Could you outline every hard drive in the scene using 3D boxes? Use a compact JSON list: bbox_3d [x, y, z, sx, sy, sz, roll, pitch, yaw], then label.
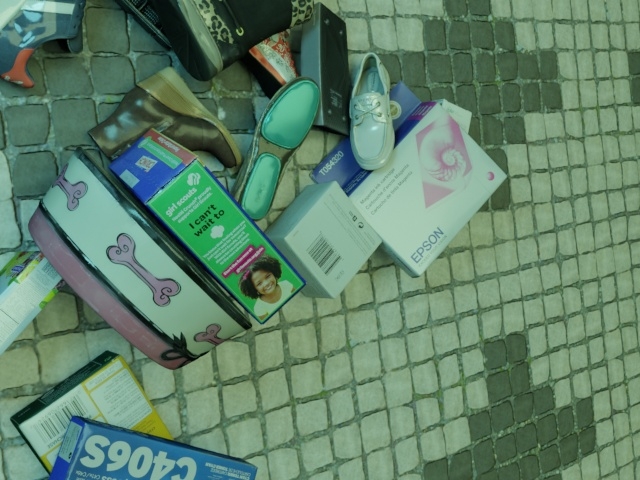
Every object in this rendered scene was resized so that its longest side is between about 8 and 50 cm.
[{"bbox_3d":[0.012,-0.358,1.590,0.172,0.054,0.255,2,87,-68],"label":"hard drive"}]

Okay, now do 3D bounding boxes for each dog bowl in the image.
[{"bbox_3d":[-0.304,0.044,1.230,0.150,0.408,0.408,-44,113,-8],"label":"dog bowl"}]

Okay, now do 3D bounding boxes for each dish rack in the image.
[{"bbox_3d":[-0.282,-0.520,1.427,0.208,0.074,0.271,43,67,-26],"label":"dish rack"}]

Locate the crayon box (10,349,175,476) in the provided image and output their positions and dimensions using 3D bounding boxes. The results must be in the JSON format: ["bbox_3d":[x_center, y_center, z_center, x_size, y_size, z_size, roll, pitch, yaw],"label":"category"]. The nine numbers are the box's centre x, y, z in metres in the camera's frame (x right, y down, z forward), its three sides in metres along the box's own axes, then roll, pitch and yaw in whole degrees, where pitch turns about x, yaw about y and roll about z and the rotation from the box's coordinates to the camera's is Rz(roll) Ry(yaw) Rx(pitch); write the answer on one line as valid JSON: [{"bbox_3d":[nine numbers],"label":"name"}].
[{"bbox_3d":[-0.376,0.390,1.346,0.203,0.083,0.323,-36,108,-29],"label":"crayon box"}]

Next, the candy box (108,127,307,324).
[{"bbox_3d":[-0.203,-0.031,1.323,0.122,0.268,0.317,-45,123,-6],"label":"candy box"}]

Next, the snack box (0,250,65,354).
[{"bbox_3d":[-0.515,0.112,1.200,0.070,0.174,0.207,46,65,-23],"label":"snack box"}]

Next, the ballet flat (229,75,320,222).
[{"bbox_3d":[-0.105,-0.188,1.508,0.107,0.106,0.316,29,86,-24],"label":"ballet flat"}]

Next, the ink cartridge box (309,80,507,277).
[{"bbox_3d":[0.201,-0.143,1.664,0.330,0.071,0.324,44,76,-8],"label":"ink cartridge box"}]

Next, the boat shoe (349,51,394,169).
[{"bbox_3d":[0.104,-0.286,1.622,0.096,0.098,0.277,61,25,-60],"label":"boat shoe"}]

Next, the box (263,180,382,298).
[{"bbox_3d":[0.000,0.000,1.581,0.182,0.119,0.181,-50,115,-25],"label":"box"}]

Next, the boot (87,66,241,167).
[{"bbox_3d":[-0.292,-0.182,1.428,0.207,0.090,0.248,-46,117,-11],"label":"boot"}]

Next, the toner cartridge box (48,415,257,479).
[{"bbox_3d":[-0.291,0.433,1.307,0.348,0.075,0.165,25,77,-31],"label":"toner cartridge box"}]

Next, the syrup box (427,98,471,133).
[{"bbox_3d":[0.278,-0.207,1.784,0.093,0.096,0.237,17,80,-32],"label":"syrup box"}]

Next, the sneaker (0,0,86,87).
[{"bbox_3d":[-0.440,-0.411,1.278,0.148,0.131,0.350,42,84,-28],"label":"sneaker"}]

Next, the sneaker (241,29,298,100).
[{"bbox_3d":[-0.086,-0.393,1.546,0.270,0.090,0.145,47,68,-21],"label":"sneaker"}]

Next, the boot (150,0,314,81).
[{"bbox_3d":[-0.183,-0.515,1.364,0.284,0.138,0.377,-32,109,-28],"label":"boot"}]
